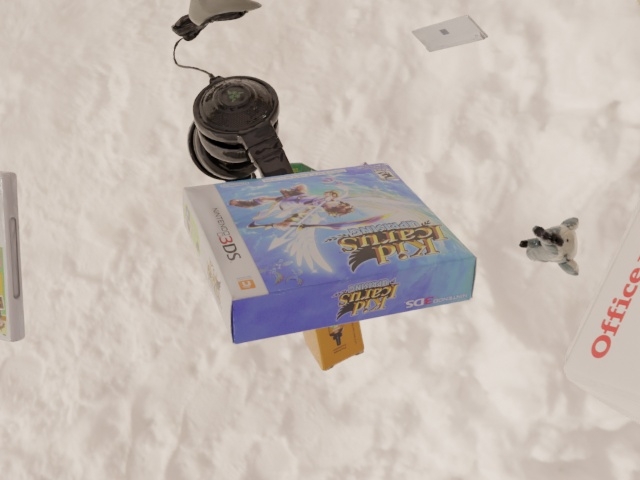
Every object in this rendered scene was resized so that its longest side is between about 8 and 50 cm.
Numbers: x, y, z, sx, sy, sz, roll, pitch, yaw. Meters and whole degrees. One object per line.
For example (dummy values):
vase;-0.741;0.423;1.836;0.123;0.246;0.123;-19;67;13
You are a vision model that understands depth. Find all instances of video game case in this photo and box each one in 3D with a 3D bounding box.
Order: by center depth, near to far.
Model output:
video game case;0.000;0.000;0.937;0.270;0.244;0.061;-9;124;-17
video game case;-0.431;0.010;0.974;0.023;0.213;0.193;-16;110;-59

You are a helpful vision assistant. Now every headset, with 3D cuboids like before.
headset;-0.116;-0.189;1.311;0.185;0.243;0.394;-28;86;-16

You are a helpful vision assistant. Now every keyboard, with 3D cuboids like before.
keyboard;0.297;-0.482;1.933;0.072;0.256;0.014;46;78;-20

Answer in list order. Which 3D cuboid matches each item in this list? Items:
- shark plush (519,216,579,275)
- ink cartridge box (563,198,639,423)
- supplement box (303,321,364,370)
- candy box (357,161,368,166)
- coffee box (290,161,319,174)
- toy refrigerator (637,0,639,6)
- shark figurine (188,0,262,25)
shark plush;0.271;0.011;0.993;0.067;0.161;0.073;-1;93;21
ink cartridge box;0.282;0.048;0.469;0.100;0.237;0.172;32;81;-27
supplement box;0.004;0.079;1.221;0.078;0.080;0.233;-23;126;-17
candy box;0.054;-0.048;1.886;0.233;0.071;0.159;-34;103;25
coffee box;-0.035;-0.057;1.676;0.113;0.040;0.184;16;78;-58
toy refrigerator;0.684;-0.567;1.701;0.094;0.102;0.269;-48;123;-3
shark figurine;-0.185;-0.411;1.039;0.116;0.166;0.278;-33;80;6
